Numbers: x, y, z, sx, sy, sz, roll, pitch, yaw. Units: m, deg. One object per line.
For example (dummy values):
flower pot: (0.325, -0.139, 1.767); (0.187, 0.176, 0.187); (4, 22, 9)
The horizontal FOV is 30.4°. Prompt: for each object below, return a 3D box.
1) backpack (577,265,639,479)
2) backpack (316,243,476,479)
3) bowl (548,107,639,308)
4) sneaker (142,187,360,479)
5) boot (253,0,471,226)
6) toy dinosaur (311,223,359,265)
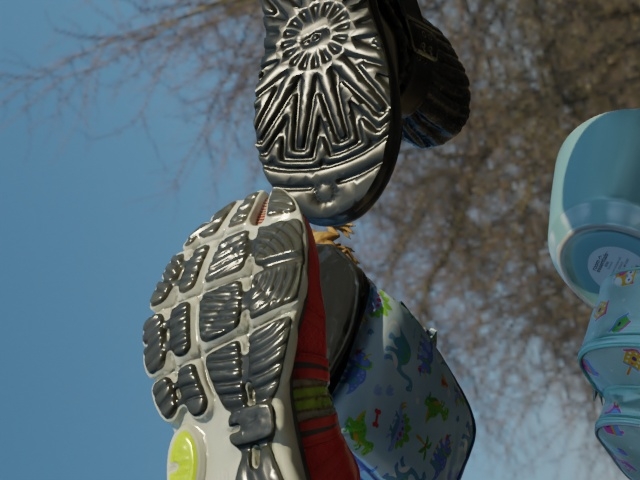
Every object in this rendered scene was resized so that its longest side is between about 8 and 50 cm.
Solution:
backpack: (0.283, 0.108, 0.886); (0.188, 0.166, 0.144); (53, -123, -31)
backpack: (0.046, 0.219, 1.549); (0.355, 0.273, 0.290); (70, -144, -45)
bowl: (0.432, -0.005, 1.572); (0.163, 0.312, 0.311); (-53, -47, -35)
sneaker: (-0.030, 0.106, 0.682); (0.118, 0.107, 0.279); (38, -136, -53)
boot: (0.054, -0.134, 1.146); (0.260, 0.131, 0.348); (41, -139, -53)
toy dinosaur: (0.000, 0.000, 1.870); (0.211, 0.064, 0.112); (43, -148, 27)
